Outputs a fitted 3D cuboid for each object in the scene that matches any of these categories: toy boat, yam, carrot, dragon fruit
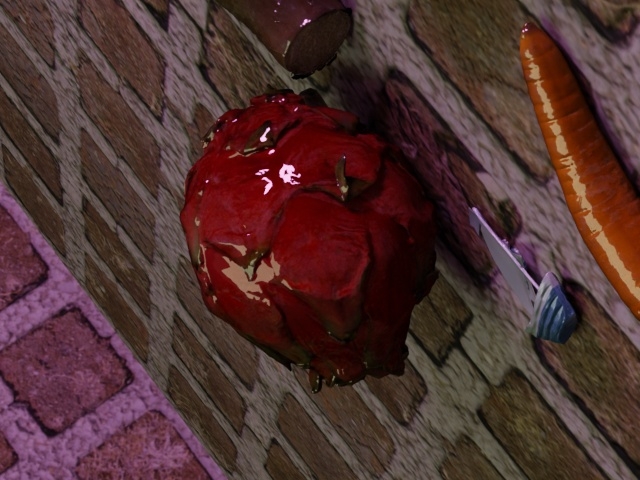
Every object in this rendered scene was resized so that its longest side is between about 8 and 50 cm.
[{"bbox_3d":[0.175,0.040,1.644,0.149,0.034,0.105,38,153,42],"label":"toy boat"},{"bbox_3d":[-0.037,-0.213,1.667,0.127,0.084,0.084,45,159,26],"label":"yam"},{"bbox_3d":[0.210,-0.038,1.388,0.271,0.062,0.066,59,-165,0],"label":"carrot"},{"bbox_3d":[0.000,0.000,1.709,0.299,0.244,0.244,59,162,-13],"label":"dragon fruit"}]
